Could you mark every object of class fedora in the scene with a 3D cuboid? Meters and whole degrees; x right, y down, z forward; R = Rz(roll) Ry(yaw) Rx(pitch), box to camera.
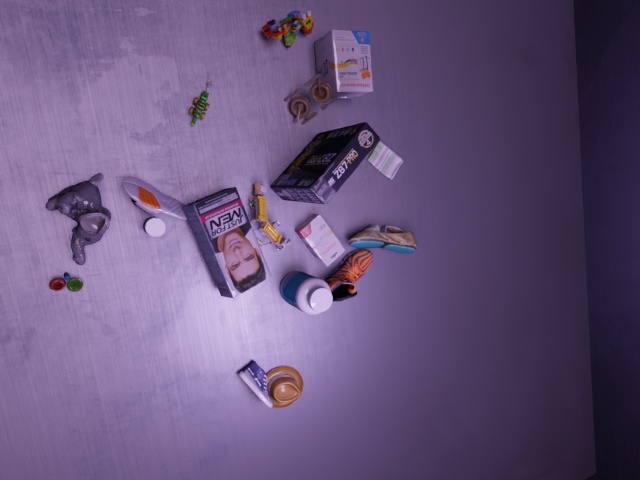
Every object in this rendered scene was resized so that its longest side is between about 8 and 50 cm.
[{"bbox_3d":[-0.149,0.621,1.935,0.195,0.079,0.194,-3,96,-25],"label":"fedora"}]

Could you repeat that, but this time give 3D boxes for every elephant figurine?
[{"bbox_3d":[-0.776,-0.067,1.557,0.239,0.186,0.169,64,27,-27],"label":"elephant figurine"}]

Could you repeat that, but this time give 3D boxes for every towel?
[{"bbox_3d":[0.291,-0.358,2.076,0.152,0.023,0.113,35,79,-23],"label":"towel"}]

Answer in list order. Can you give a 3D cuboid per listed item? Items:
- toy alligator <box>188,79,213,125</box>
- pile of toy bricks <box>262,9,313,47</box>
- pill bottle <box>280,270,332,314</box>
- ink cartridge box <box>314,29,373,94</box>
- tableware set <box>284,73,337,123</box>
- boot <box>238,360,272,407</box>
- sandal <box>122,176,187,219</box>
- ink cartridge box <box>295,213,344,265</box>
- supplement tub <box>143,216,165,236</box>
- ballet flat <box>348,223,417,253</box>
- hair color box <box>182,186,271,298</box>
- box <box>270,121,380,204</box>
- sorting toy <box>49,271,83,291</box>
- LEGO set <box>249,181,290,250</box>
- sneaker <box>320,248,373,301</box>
[{"bbox_3d":[-0.434,-0.510,1.709,0.056,0.051,0.189,24,85,-25],"label":"toy alligator"},{"bbox_3d":[-0.124,-0.808,1.810,0.212,0.118,0.105,-45,141,-31],"label":"pile of toy bricks"},{"bbox_3d":[-0.051,0.209,1.838,0.147,0.264,0.146,-2,96,-24],"label":"pill bottle"},{"bbox_3d":[0.092,-0.698,1.870,0.172,0.168,0.232,-9,99,-25],"label":"ink cartridge box"},{"bbox_3d":[-0.042,-0.548,1.823,0.128,0.194,0.039,50,34,-20],"label":"tableware set"},{"bbox_3d":[-0.237,0.578,1.875,0.086,0.069,0.190,-42,91,-19],"label":"boot"},{"bbox_3d":[-0.593,-0.126,1.654,0.076,0.101,0.265,-34,135,26],"label":"sandal"},{"bbox_3d":[0.000,0.000,1.951,0.115,0.067,0.198,-41,108,-16],"label":"ink cartridge box"},{"bbox_3d":[-0.590,-0.049,1.650,0.071,0.107,0.070,-3,96,-25],"label":"supplement tub"},{"bbox_3d":[0.273,-0.014,2.063,0.349,0.123,0.123,7,92,-25],"label":"ballet flat"},{"bbox_3d":[-0.345,0.008,1.745,0.185,0.114,0.374,-30,108,-34],"label":"hair color box"},{"bbox_3d":[0.005,-0.283,1.746,0.097,0.395,0.318,43,78,-24],"label":"box"},{"bbox_3d":[-0.865,0.139,1.583,0.102,0.042,0.061,4,109,-37],"label":"sorting toy"},{"bbox_3d":[-0.236,-0.077,1.838,0.132,0.107,0.286,-41,109,-53],"label":"LEGO set"},{"bbox_3d":[0.131,0.162,1.965,0.321,0.180,0.124,-40,110,-16],"label":"sneaker"}]
